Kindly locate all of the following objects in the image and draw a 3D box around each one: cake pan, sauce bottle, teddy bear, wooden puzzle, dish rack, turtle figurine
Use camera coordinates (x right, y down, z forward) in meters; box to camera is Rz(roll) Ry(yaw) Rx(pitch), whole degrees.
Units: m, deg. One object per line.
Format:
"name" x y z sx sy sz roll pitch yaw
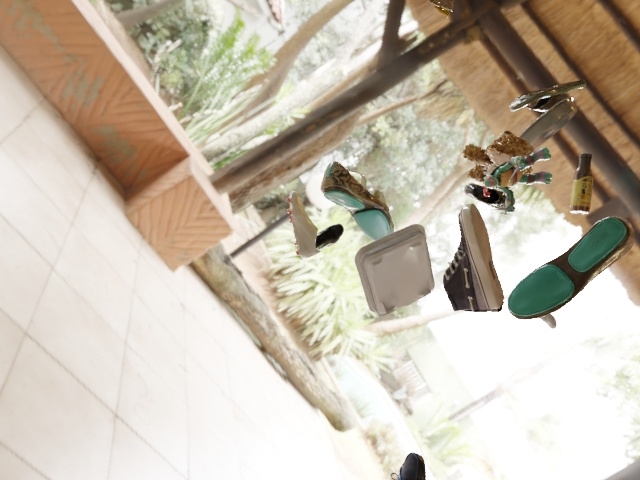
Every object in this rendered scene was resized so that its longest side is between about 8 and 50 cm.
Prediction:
"cake pan" 0.891 -0.446 2.214 0.054 0.293 0.293 54 1 13
"sauce bottle" 0.564 -0.123 1.204 0.042 0.042 0.128 35 61 -85
"teddy bear" 0.620 -0.277 1.941 0.244 0.113 0.338 17 -16 26
"wooden puzzle" 0.328 -0.656 1.524 0.078 0.116 0.014 25 -33 -6
"dish rack" 0.290 0.124 2.049 0.072 0.285 0.333 -125 -167 -52
"turtle figurine" 0.566 -0.185 1.640 0.118 0.234 0.175 52 -23 45

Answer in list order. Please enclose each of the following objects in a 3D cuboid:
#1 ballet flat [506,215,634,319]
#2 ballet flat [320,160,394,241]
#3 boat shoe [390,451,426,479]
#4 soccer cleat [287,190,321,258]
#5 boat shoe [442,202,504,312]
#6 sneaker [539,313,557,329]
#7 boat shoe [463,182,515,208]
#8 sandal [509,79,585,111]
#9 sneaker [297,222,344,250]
"ballet flat" 0.562 0.076 1.244 0.106 0.316 0.108 18 37 -49
"ballet flat" 0.169 -0.165 2.234 0.482 0.163 0.182 37 54 -46
"boat shoe" 0.270 0.807 1.779 0.089 0.259 0.109 23 -19 -31
"soccer cleat" -0.047 -0.047 1.586 0.068 0.076 0.197 -137 -144 -77
"boat shoe" 0.424 0.065 1.658 0.127 0.158 0.341 -34 110 -55
"sneaker" 0.894 0.301 2.252 0.152 0.061 0.053 56 -27 -6
"boat shoe" 0.672 -0.171 2.182 0.228 0.080 0.076 19 11 -17
"sandal" 0.918 -0.569 2.253 0.120 0.302 0.086 -81 155 -71
"sneaker" 0.000 0.000 2.384 0.079 0.216 0.121 58 13 10
